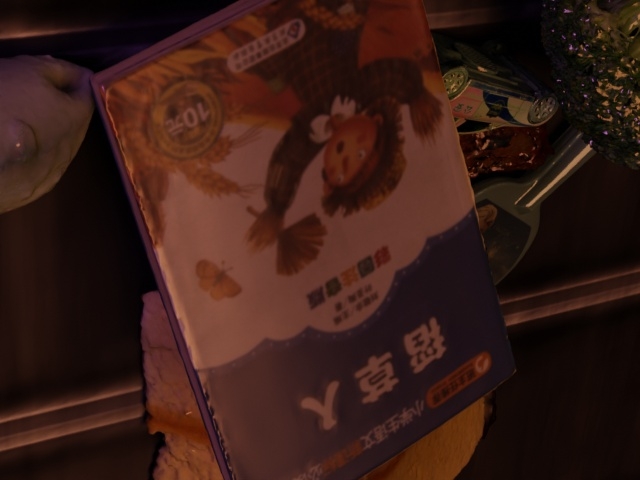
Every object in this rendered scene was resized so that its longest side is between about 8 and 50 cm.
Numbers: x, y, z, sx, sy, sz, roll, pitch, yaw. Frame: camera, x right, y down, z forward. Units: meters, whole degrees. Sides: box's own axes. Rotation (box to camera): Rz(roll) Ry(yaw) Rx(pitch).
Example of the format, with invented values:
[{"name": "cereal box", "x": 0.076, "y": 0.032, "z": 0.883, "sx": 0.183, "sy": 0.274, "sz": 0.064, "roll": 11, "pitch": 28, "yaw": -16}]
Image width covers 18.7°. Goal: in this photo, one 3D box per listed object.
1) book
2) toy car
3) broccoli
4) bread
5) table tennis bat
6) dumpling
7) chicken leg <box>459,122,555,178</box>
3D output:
[{"name": "book", "x": 0.000, "y": 0.000, "z": 1.573, "sx": 0.300, "sy": 0.039, "sz": 0.428, "roll": -31, "pitch": 120, "yaw": -26}, {"name": "toy car", "x": 0.119, "y": -0.138, "z": 1.717, "sx": 0.224, "sy": 0.090, "sz": 0.076, "roll": 9, "pitch": 120, "yaw": -48}, {"name": "broccoli", "x": 0.305, "y": -0.185, "z": 1.725, "sx": 0.241, "sy": 0.269, "sz": 0.261, "roll": -47, "pitch": -173, "yaw": 41}, {"name": "bread", "x": 0.015, "y": 0.131, "z": 1.895, "sx": 0.405, "sy": 0.242, "sz": 0.346, "roll": -48, "pitch": 151, "yaw": -53}, {"name": "table tennis bat", "x": 0.185, "y": -0.026, "z": 1.927, "sx": 0.237, "sy": 0.038, "sz": 0.149, "roll": -43, "pitch": 141, "yaw": 0}, {"name": "dumpling", "x": -0.247, "y": -0.055, "z": 1.417, "sx": 0.216, "sy": 0.105, "sz": 0.149, "roll": -29, "pitch": 133, "yaw": -54}, {"name": "chicken leg", "x": 0.134, "y": -0.081, "z": 1.804, "sx": 0.234, "sy": 0.063, "sz": 0.105, "roll": -24, "pitch": 143, "yaw": -29}]
